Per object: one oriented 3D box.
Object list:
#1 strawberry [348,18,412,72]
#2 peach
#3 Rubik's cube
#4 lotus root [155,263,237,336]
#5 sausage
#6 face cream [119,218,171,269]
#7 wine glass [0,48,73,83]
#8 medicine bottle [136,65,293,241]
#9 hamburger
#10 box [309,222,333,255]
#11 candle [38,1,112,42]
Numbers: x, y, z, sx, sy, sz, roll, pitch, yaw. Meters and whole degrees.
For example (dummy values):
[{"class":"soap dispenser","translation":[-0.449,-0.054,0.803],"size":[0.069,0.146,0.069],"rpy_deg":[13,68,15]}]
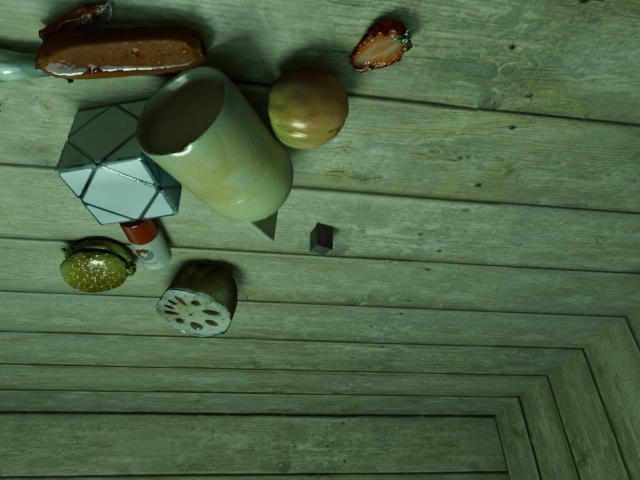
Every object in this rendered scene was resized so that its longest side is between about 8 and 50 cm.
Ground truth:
[{"class":"strawberry","translation":[0.125,-0.411,1.087],"size":[0.152,0.048,0.104],"rpy_deg":[-13,152,36]},{"class":"peach","translation":[-0.026,-0.290,1.136],"size":[0.184,0.184,0.184],"rpy_deg":[-2,144,-1]},{"class":"Rubik's cube","translation":[-0.458,-0.183,1.219],"size":[0.207,0.205,0.205],"rpy_deg":[-6,143,6]},{"class":"lotus root","translation":[-0.407,0.186,1.748],"size":[0.272,0.192,0.272],"rpy_deg":[8,143,6]},{"class":"sausage","translation":[-0.393,-0.374,1.027],"size":[0.330,0.102,0.102],"rpy_deg":[-9,145,-11]},{"class":"face cream","translation":[-0.524,-0.010,1.542],"size":[0.096,0.095,0.214],"rpy_deg":[-4,143,1]},{"class":"wine glass","translation":[-0.603,-0.363,1.074],"size":[0.155,0.072,0.072],"rpy_deg":[-1,144,-3]},{"class":"medicine bottle","translation":[-0.200,-0.179,1.200],"size":[0.236,0.235,0.406],"rpy_deg":[-17,147,18]},{"class":"hamburger","translation":[-0.702,0.084,1.637],"size":[0.215,0.122,0.189],"rpy_deg":[-5,142,-2]},{"class":"box","translation":[0.000,0.000,1.606],"size":[0.060,0.084,0.063],"rpy_deg":[16,145,-25]},{"class":"candle","translation":[-0.480,-0.426,1.014],"size":[0.162,0.053,0.048],"rpy_deg":[-20,104,16]}]
